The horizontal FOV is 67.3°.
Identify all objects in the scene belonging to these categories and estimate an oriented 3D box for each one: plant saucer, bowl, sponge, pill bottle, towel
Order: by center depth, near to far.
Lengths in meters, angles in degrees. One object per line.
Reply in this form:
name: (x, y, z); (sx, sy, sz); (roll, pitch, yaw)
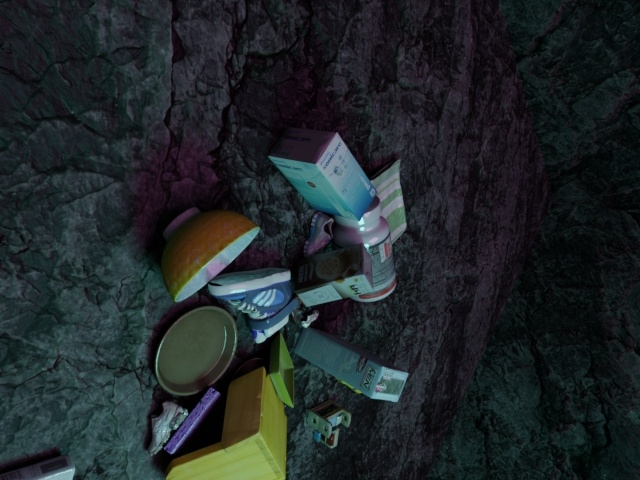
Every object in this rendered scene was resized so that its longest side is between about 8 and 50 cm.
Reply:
bowl: (-0.316, 0.008, 1.257); (0.156, 0.289, 0.289); (47, 61, 2)
plant saucer: (-0.368, 0.321, 1.424); (0.278, 0.041, 0.278); (-19, 118, -42)
sponge: (-0.381, 0.545, 1.454); (0.210, 0.031, 0.117); (-52, 169, -22)
plant saucer: (-0.244, 0.472, 1.621); (0.168, 0.029, 0.168); (-19, 116, -43)
plant saucer: (-0.136, 0.447, 1.656); (0.045, 0.188, 0.188); (-13, 122, 4)
pill bottle: (0.157, 0.026, 1.758); (0.210, 0.210, 0.363); (-35, 128, -34)
towel: (0.274, -0.135, 1.927); (0.248, 0.038, 0.325); (-41, 131, -44)

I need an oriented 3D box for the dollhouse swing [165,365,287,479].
dollhouse swing: (-0.293, 0.640, 1.566); (0.315, 0.304, 0.347); (-93, 171, -47)

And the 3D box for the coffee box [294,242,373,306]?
coffee box: (0.045, 0.118, 1.617); (0.141, 0.246, 0.098); (-88, 155, -43)

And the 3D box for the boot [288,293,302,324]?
boot: (-0.074, 0.232, 1.718); (0.114, 0.037, 0.106); (-46, 135, -32)

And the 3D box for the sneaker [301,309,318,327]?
sneaker: (-0.039, 0.282, 1.772); (0.083, 0.032, 0.037); (-47, 132, -27)

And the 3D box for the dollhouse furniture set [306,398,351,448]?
dollhouse furniture set: (0.029, 0.771, 1.947); (0.129, 0.129, 0.184); (-8, 109, -46)

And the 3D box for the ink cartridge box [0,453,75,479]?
ink cartridge box: (-0.721, 0.643, 1.166); (0.189, 0.066, 0.232); (-1, 126, -47)

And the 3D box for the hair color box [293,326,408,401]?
hair color box: (0.102, 0.436, 1.720); (0.185, 0.374, 0.114); (28, 83, -48)

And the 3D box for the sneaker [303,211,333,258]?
sneaker: (0.000, 0.000, 1.677); (0.071, 0.083, 0.191); (0, 105, -49)

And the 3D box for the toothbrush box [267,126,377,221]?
toothbrush box: (0.012, -0.208, 1.514); (0.126, 0.216, 0.295); (-58, 138, -16)

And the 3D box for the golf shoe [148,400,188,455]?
golf shoe: (-0.461, 0.539, 1.395); (0.176, 0.086, 0.069); (-54, 178, 8)

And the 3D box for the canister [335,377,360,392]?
canister: (0.146, 0.567, 2.045); (0.126, 0.073, 0.170); (-57, 138, -15)

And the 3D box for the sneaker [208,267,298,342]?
sneaker: (-0.207, 0.217, 1.487); (0.322, 0.130, 0.236); (-8, 103, -53)
